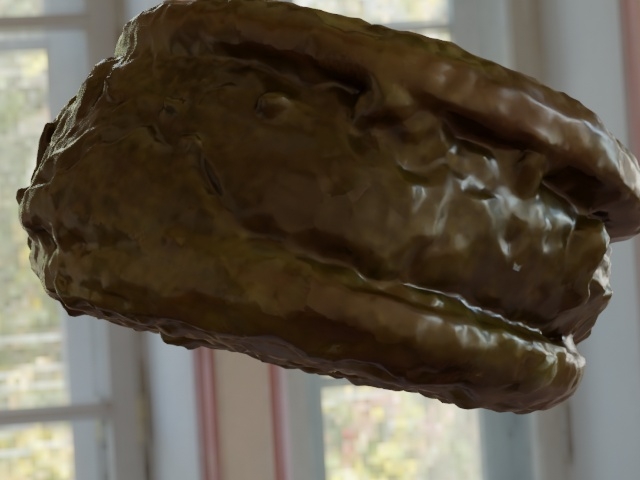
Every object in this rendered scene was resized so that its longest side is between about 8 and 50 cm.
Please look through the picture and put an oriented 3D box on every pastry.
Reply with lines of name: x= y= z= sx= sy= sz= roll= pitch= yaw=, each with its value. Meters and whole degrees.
pastry: x=0.000 y=0.000 z=0.758 sx=0.240 sy=0.132 sz=0.235 roll=19 pitch=-12 yaw=-1
